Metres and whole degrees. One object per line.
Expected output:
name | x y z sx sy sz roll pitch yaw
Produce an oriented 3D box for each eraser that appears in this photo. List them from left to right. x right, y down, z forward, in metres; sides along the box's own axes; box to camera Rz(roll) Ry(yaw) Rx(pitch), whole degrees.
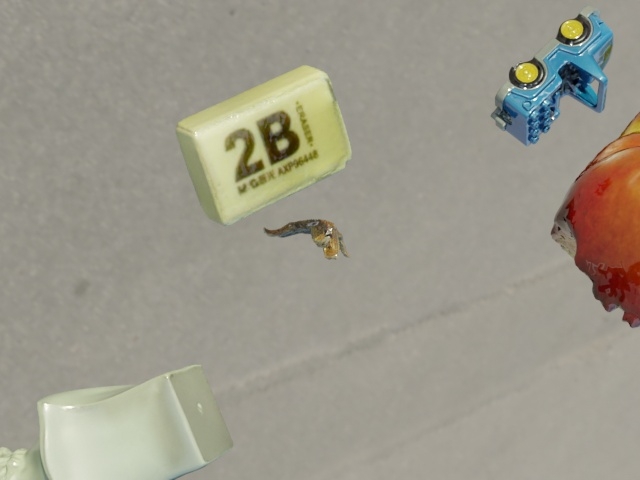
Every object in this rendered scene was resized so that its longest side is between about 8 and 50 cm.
eraser | -0.057 -0.103 1.528 0.172 0.058 0.117 -26 113 -20

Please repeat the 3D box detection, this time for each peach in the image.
peach | 0.434 0.008 1.374 0.406 0.335 0.310 38 99 -22

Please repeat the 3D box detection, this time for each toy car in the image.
toy car | 0.303 -0.195 1.783 0.191 0.100 0.097 -44 159 -12

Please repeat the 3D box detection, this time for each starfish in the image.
starfish | 0.000 -0.006 1.730 0.130 0.133 0.041 14 96 -53

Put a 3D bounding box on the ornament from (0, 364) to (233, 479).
ornament | -0.199 0.186 1.118 0.285 0.130 0.120 -41 166 27
